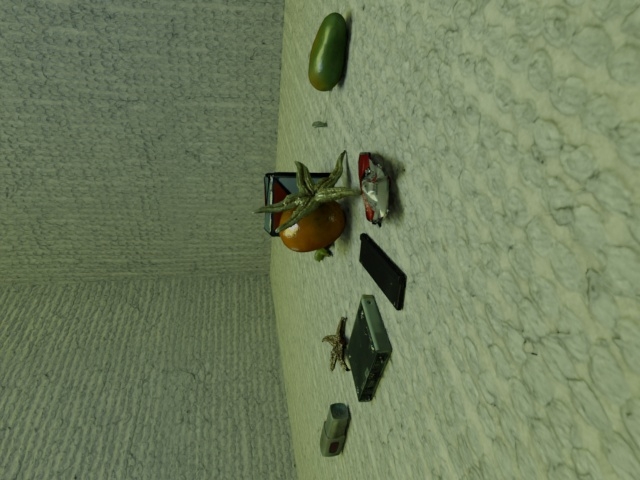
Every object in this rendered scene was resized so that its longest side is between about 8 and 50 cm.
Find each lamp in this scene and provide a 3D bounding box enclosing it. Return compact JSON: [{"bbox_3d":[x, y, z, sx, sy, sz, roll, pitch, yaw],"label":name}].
[{"bbox_3d":[0.011,-0.524,1.649,0.050,0.056,0.198,-102,19,-50],"label":"lamp"}]

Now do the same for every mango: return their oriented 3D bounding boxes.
[{"bbox_3d":[0.022,-0.620,1.426,0.156,0.114,0.251,-95,10,-51],"label":"mango"}]

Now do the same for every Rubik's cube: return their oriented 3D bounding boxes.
[{"bbox_3d":[-0.094,-0.148,1.712,0.248,0.246,0.250,-143,52,-73],"label":"Rubik's cube"}]

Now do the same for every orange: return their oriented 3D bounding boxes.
[{"bbox_3d":[-0.032,-0.064,1.475,0.240,0.240,0.171,-126,12,-69],"label":"orange"}]

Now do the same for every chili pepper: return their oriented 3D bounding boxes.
[{"bbox_3d":[0.006,0.052,1.762,0.208,0.043,0.049,139,153,-75],"label":"chili pepper"}]

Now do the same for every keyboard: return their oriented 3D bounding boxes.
[{"bbox_3d":[0.154,0.069,1.137,0.310,0.018,0.101,-122,31,-67],"label":"keyboard"}]

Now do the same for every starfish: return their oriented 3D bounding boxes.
[{"bbox_3d":[-0.044,-0.152,1.376,0.347,0.358,0.078,-99,-13,-45],"label":"starfish"},{"bbox_3d":[0.059,0.367,1.537,0.238,0.057,0.213,-169,86,-73],"label":"starfish"}]

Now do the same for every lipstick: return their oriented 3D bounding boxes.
[{"bbox_3d":[0.050,0.683,1.560,0.077,0.079,0.253,-105,20,-51],"label":"lipstick"}]

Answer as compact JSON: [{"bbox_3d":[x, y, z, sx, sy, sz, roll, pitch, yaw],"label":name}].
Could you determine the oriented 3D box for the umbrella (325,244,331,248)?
[{"bbox_3d":[0.002,0.001,1.748,0.250,0.053,0.052,-149,58,-74],"label":"umbrella"}]

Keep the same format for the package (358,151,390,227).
[{"bbox_3d":[0.136,-0.133,1.109,0.269,0.071,0.194,-88,0,-81],"label":"package"}]

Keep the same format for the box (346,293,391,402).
[{"bbox_3d":[0.128,0.315,1.229,0.211,0.045,0.270,-102,16,-45],"label":"box"}]
